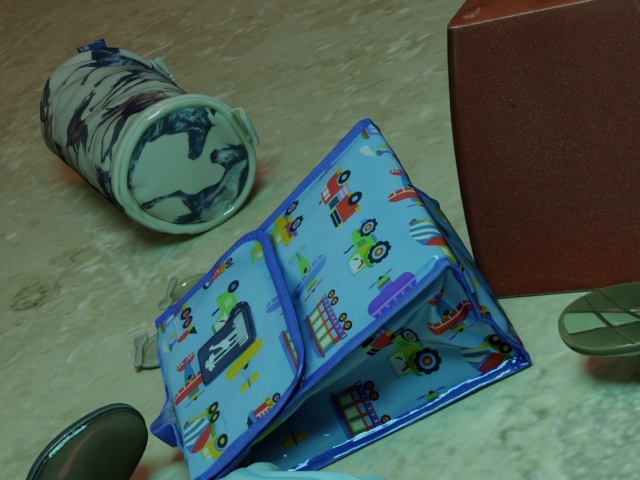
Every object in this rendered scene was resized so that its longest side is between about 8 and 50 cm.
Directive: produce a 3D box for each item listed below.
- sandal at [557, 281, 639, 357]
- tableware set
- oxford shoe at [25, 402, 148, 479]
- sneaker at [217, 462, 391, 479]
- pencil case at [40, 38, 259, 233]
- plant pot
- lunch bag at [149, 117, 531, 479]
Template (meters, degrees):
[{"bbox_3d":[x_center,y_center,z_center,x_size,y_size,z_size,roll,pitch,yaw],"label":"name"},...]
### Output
[{"bbox_3d":[0.263,0.064,1.095,0.180,0.049,0.072,-8,33,5],"label":"sandal"},{"bbox_3d":[-0.104,0.065,1.473,0.168,0.020,0.141,-16,26,22],"label":"tableware set"},{"bbox_3d":[-0.197,0.226,1.191,0.096,0.083,0.227,6,52,45],"label":"oxford shoe"},{"bbox_3d":[0.021,0.205,0.946,0.150,0.135,0.366,-42,30,-23],"label":"sneaker"},{"bbox_3d":[-0.205,-0.128,1.781,0.183,0.160,0.410,-45,27,-5],"label":"pencil case"},{"bbox_3d":[0.253,-0.133,1.254,0.267,0.236,0.267,-6,31,36],"label":"plant pot"},{"bbox_3d":[-0.014,0.079,1.241,0.293,0.138,0.221,-36,37,8],"label":"lunch bag"}]
